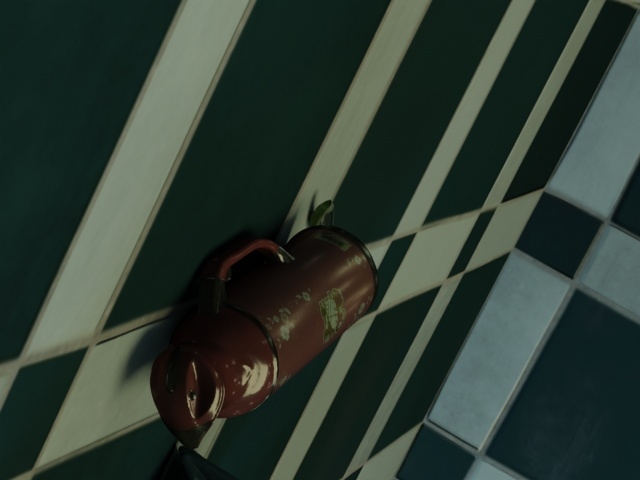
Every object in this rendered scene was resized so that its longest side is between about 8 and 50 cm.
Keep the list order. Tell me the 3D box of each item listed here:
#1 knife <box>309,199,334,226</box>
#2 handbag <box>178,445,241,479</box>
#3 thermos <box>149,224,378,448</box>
[{"bbox_3d":[0.000,0.000,1.883,0.184,0.026,0.022,94,-1,-64],"label":"knife"},{"bbox_3d":[-0.085,0.312,1.885,0.062,0.179,0.229,-57,168,-17],"label":"handbag"},{"bbox_3d":[-0.055,0.076,1.653,0.330,0.109,0.136,-37,153,-58],"label":"thermos"}]
